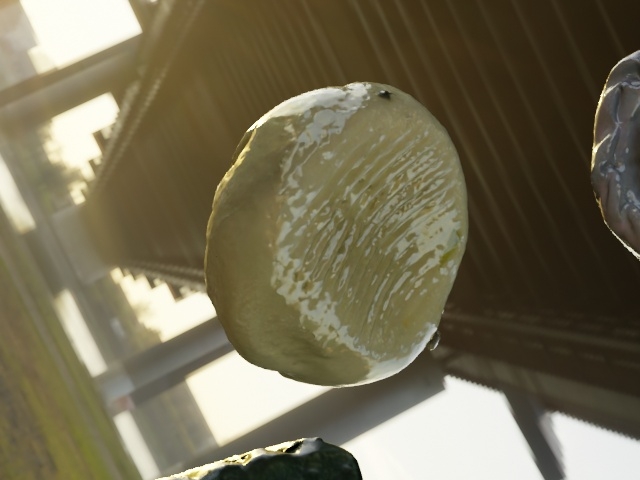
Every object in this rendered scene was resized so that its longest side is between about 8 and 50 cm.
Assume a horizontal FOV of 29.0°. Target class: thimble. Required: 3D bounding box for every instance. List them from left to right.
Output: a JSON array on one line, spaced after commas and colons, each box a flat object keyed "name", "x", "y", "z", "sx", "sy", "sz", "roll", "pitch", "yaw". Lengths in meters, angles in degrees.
[{"name": "thimble", "x": 0.250, "y": -0.048, "z": 0.795, "sx": 0.118, "sy": 0.127, "sz": 0.151, "roll": 24, "pitch": 64, "yaw": -57}]

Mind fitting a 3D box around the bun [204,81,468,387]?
[{"name": "bun", "x": 0.000, "y": 0.000, "z": 1.036, "sx": 0.160, "sy": 0.259, "sz": 0.259, "roll": 10, "pitch": -50, "yaw": 48}]

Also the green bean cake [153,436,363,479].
[{"name": "green bean cake", "x": -0.089, "y": 0.367, "z": 1.176, "sx": 0.169, "sy": 0.300, "sz": 0.307, "roll": -30, "pitch": -108, "yaw": 59}]
